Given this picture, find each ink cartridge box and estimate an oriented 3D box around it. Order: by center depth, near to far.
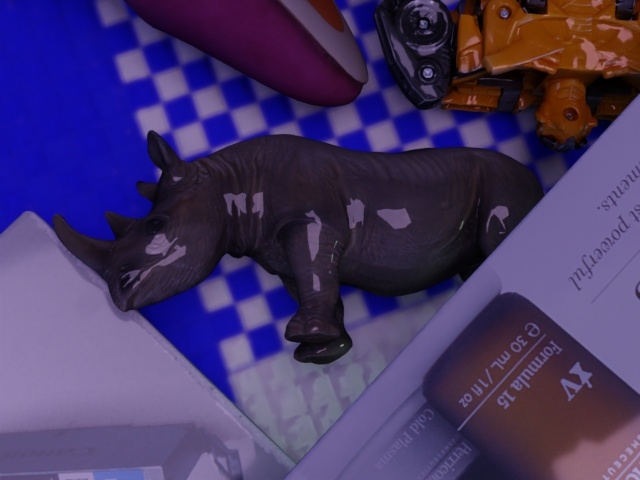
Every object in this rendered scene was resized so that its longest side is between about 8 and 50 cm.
[{"bbox_3d":[-0.116,0.181,0.491,0.296,0.066,0.261,43,81,2],"label":"ink cartridge box"}]

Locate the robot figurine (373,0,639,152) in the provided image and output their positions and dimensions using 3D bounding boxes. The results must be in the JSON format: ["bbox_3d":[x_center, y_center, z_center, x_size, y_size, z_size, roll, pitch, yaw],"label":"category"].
[{"bbox_3d":[0.121,-0.184,0.547,0.211,0.085,0.291,4,82,-4],"label":"robot figurine"}]

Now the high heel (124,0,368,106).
[{"bbox_3d":[-0.159,-0.155,0.533,0.377,0.127,0.181,42,110,-3],"label":"high heel"}]

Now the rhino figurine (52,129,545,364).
[{"bbox_3d":[0.000,0.000,0.507,0.243,0.073,0.106,3,70,-12],"label":"rhino figurine"}]

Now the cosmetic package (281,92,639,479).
[{"bbox_3d":[0.158,0.114,0.385,0.284,0.097,0.377,42,88,16],"label":"cosmetic package"}]
